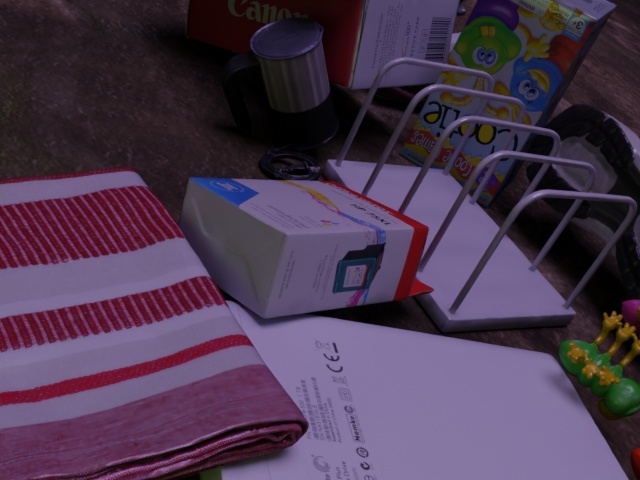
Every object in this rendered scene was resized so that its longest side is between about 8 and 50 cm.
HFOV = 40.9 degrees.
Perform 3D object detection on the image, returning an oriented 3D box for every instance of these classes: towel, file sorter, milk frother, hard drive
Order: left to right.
[{"bbox_3d":[-0.184,0.046,0.616,0.237,0.037,0.329,-9,40,-31],"label":"towel"},{"bbox_3d":[-0.033,-0.155,0.982,0.129,0.134,0.143,-27,46,-14],"label":"milk frother"},{"bbox_3d":[0.076,0.157,0.675,0.353,0.047,0.233,11,33,-22],"label":"hard drive"},{"bbox_3d":[0.170,-0.059,0.950,0.193,0.173,0.277,2,38,-35],"label":"file sorter"}]

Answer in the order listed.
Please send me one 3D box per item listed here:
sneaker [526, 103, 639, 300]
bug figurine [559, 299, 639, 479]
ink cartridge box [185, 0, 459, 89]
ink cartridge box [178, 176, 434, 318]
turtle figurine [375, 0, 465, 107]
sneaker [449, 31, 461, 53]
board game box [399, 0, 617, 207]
[{"bbox_3d":[0.425,-0.003,1.016,0.182,0.158,0.410,16,34,-41],"label":"sneaker"},{"bbox_3d":[0.341,0.146,0.803,0.279,0.072,0.216,-24,61,-38],"label":"bug figurine"},{"bbox_3d":[-0.025,-0.298,1.134,0.309,0.130,0.272,25,25,36],"label":"ink cartridge box"},{"bbox_3d":[0.000,0.000,0.786,0.134,0.078,0.231,29,22,38],"label":"ink cartridge box"},{"bbox_3d":[0.210,-0.298,1.322,0.266,0.198,0.274,31,35,3],"label":"turtle figurine"},{"bbox_3d":[0.285,-0.273,1.450,0.235,0.090,0.095,27,40,5],"label":"sneaker"},{"bbox_3d":[0.241,-0.208,1.126,0.142,0.275,0.144,33,32,13],"label":"board game box"}]
